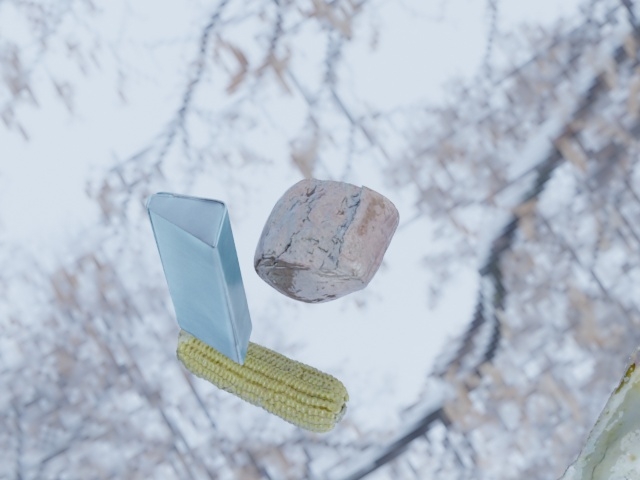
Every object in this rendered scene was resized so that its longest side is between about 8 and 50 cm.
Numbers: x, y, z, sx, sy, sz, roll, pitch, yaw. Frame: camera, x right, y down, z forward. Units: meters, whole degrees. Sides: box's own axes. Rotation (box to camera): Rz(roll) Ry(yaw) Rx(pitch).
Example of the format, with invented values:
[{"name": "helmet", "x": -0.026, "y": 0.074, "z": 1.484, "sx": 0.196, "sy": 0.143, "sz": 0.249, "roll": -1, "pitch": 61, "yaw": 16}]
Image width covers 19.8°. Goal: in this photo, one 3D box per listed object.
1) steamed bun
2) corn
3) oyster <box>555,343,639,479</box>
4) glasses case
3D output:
[{"name": "steamed bun", "x": 0.000, "y": 0.000, "z": 2.166, "sx": 0.175, "sy": 0.106, "sz": 0.145, "roll": -1, "pitch": 47, "yaw": 42}, {"name": "corn", "x": -0.075, "y": 0.173, "z": 2.301, "sx": 0.080, "sy": 0.231, "sz": 0.080, "roll": 22, "pitch": -90, "yaw": -85}, {"name": "oyster", "x": 0.313, "y": 0.249, "z": 1.592, "sx": 0.361, "sy": 0.221, "sz": 0.096, "roll": -59, "pitch": -21, "yaw": 8}, {"name": "glasses case", "x": -0.130, "y": 0.037, "z": 2.108, "sx": 0.056, "sy": 0.105, "sz": 0.266, "roll": -49, "pitch": -24, "yaw": -23}]
